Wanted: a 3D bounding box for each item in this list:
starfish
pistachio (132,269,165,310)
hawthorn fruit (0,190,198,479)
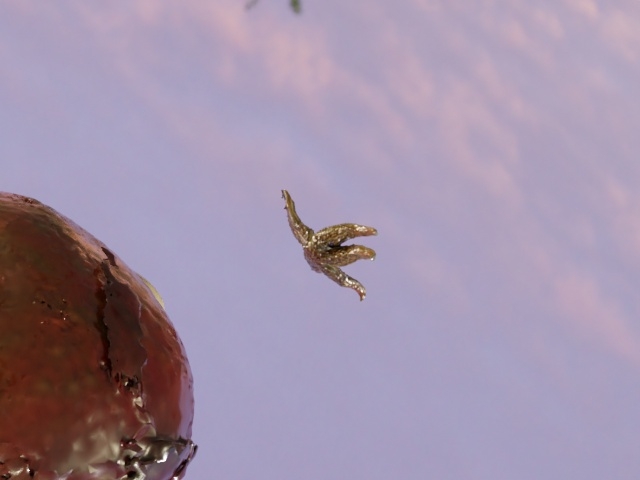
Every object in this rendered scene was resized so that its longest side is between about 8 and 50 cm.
[{"bbox_3d":[-0.004,0.004,1.110,0.130,0.133,0.041,43,-123,14],"label":"starfish"},{"bbox_3d":[-0.327,0.089,1.549,0.229,0.157,0.157,15,-145,-2],"label":"pistachio"},{"bbox_3d":[-0.242,0.118,0.791,0.316,0.316,0.316,20,-145,-15],"label":"hawthorn fruit"}]
